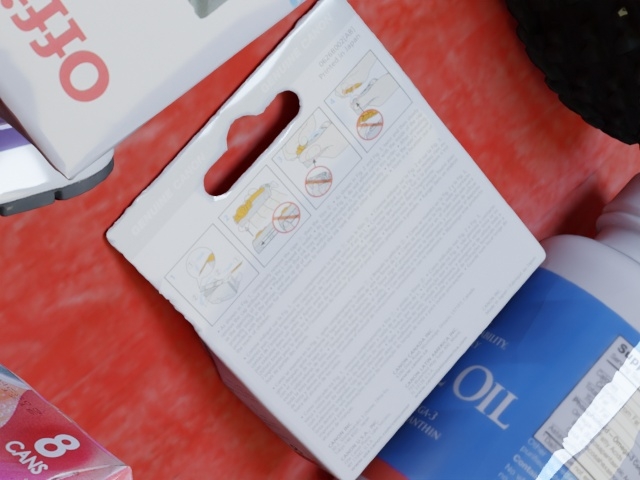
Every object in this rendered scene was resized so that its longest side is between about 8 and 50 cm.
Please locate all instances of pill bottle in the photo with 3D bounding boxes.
[{"bbox_3d":[0.118,0.076,0.903,0.221,0.124,0.124,-48,140,-13],"label":"pill bottle"}]

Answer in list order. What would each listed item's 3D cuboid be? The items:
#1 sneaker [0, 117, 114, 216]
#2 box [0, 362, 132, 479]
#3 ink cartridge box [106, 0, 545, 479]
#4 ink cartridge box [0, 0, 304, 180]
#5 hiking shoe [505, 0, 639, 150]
[{"bbox_3d":[-0.193,-0.052,0.540,0.283,0.107,0.124,-21,113,-41],"label":"sneaker"},{"bbox_3d":[-0.158,0.188,0.667,0.142,0.154,0.300,-24,129,-34],"label":"box"},{"bbox_3d":[0.000,0.000,0.812,0.145,0.045,0.179,-48,121,-11],"label":"ink cartridge box"},{"bbox_3d":[-0.038,-0.144,0.499,0.212,0.093,0.154,-37,120,-6],"label":"ink cartridge box"},{"bbox_3d":[0.145,-0.161,0.785,0.132,0.113,0.304,-40,137,-19],"label":"hiking shoe"}]
